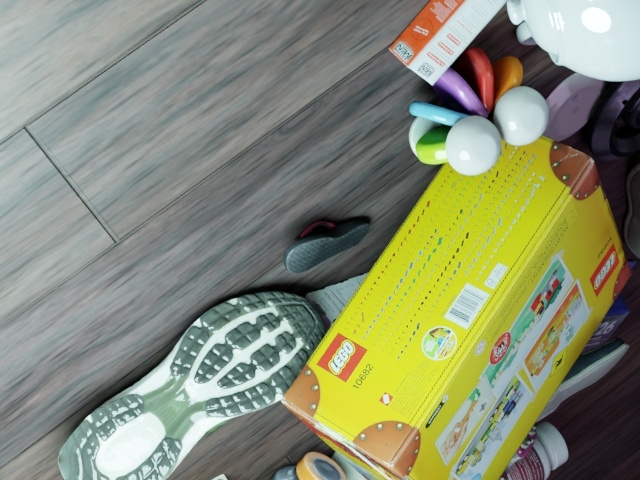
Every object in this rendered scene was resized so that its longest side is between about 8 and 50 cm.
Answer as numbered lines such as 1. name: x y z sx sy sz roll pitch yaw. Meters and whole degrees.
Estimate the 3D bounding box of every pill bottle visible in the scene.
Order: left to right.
1. pill bottle: -0.056 0.475 2.135 0.130 0.130 0.246 10 123 -51
2. pill bottle: 0.400 0.469 2.606 0.221 0.121 0.121 -25 145 -22

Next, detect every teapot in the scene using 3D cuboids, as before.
1. teapot: 0.319 -0.299 1.520 0.187 0.252 0.256 -15 130 6

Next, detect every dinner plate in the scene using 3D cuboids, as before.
1. dinner plate: 0.378 -0.197 1.871 0.141 0.017 0.141 -26 144 -21

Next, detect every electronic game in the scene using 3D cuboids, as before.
1. electronic game: 0.505 -0.217 1.945 0.229 0.048 0.229 -28 147 -20

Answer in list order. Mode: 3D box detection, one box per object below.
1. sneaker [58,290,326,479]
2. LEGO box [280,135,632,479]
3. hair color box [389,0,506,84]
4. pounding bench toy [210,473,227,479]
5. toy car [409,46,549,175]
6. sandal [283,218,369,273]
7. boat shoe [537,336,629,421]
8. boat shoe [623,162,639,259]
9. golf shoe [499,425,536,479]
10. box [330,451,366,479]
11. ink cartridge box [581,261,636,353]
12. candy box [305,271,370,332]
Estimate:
1. sneaker: -0.178 0.209 1.730 0.410 0.158 0.182 -34 178 -14
2. LEGO box: 0.217 0.128 1.796 0.500 0.193 0.372 -55 148 -11
3. hair color box: 0.157 -0.265 1.534 0.141 0.043 0.072 -49 147 11
4. pounding bench toy: -0.179 0.429 2.025 0.083 0.052 0.065 -27 145 -20
5. toy car: 0.192 -0.174 1.612 0.182 0.159 0.136 -32 112 -12
6. sandal: 0.000 0.000 1.709 0.179 0.040 0.067 -21 151 -52
7. boat shoe: 0.451 0.245 2.304 0.254 0.079 0.095 -34 150 -5
8. boat shoe: 0.600 -0.069 2.167 0.096 0.116 0.324 -38 152 -13
9. golf shoe: 0.280 0.419 2.281 0.306 0.115 0.140 -38 180 -44
10. box: 0.145 0.348 2.191 0.148 0.127 0.232 0 130 -46
11. ink cartridge box: 0.444 0.176 2.345 0.303 0.072 0.307 -1 134 -44
12. candy box: 0.059 0.130 1.889 0.196 0.070 0.165 -19 141 -32
